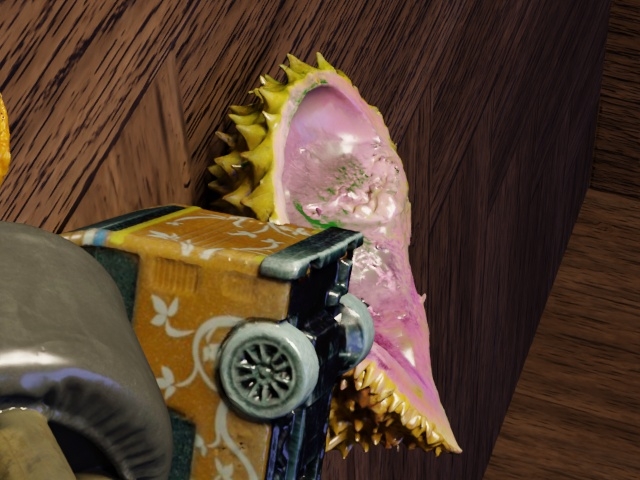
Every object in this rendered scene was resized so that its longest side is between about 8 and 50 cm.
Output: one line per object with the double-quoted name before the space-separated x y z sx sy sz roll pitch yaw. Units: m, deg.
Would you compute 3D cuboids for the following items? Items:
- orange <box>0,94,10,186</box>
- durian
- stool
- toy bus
"orange" -0.159 -0.038 0.651 0.083 0.070 0.083 10 90 -77
"durian" -0.015 -0.002 1.074 0.260 0.154 0.186 -92 166 -49
"stool" -0.149 0.086 0.594 0.228 0.139 0.153 0 132 -32
"toy bus" -0.075 0.125 0.939 0.138 0.167 0.275 -27 125 -71
